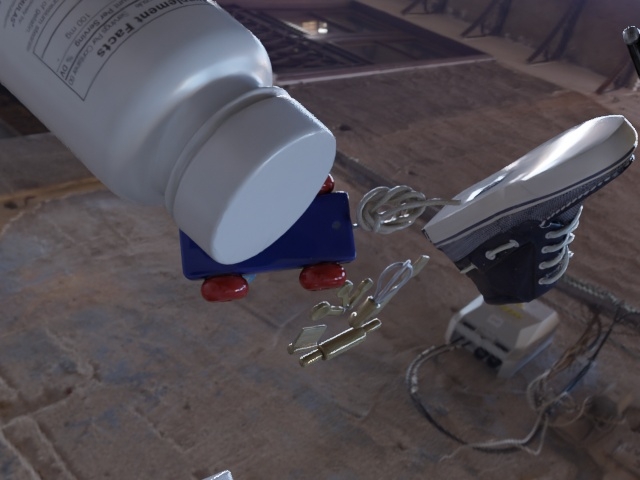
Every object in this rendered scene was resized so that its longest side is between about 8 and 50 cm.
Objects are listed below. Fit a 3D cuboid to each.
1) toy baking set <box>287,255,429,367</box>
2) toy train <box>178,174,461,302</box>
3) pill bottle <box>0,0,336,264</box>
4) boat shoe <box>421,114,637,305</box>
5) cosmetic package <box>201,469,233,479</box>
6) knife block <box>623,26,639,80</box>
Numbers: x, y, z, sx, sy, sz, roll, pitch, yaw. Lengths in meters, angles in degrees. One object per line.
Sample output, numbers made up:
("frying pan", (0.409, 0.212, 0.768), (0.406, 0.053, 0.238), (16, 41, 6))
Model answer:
("toy baking set", (0.065, 0.112, 1.132), (0.030, 0.256, 0.197), (52, -36, 26))
("toy train", (0.000, 0.000, 0.690), (0.143, 0.248, 0.105), (95, -12, -80))
("pill bottle", (-0.105, -0.097, 0.455), (0.229, 0.131, 0.131), (42, -52, 17))
("boat shoe", (0.281, -0.022, 0.896), (0.158, 0.127, 0.340), (50, -28, -5))
("cosmetic package", (-0.285, 0.478, 0.938), (0.230, 0.453, 0.162), (-29, -99, 21))
("knife block", (0.379, -0.097, 0.728), (0.242, 0.088, 0.276), (14, -39, -3))
